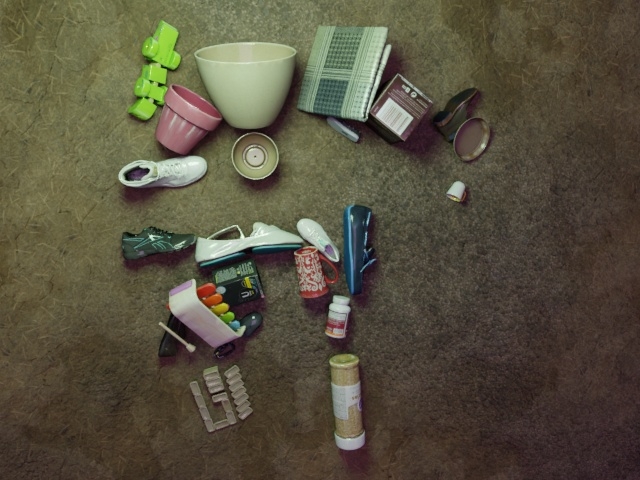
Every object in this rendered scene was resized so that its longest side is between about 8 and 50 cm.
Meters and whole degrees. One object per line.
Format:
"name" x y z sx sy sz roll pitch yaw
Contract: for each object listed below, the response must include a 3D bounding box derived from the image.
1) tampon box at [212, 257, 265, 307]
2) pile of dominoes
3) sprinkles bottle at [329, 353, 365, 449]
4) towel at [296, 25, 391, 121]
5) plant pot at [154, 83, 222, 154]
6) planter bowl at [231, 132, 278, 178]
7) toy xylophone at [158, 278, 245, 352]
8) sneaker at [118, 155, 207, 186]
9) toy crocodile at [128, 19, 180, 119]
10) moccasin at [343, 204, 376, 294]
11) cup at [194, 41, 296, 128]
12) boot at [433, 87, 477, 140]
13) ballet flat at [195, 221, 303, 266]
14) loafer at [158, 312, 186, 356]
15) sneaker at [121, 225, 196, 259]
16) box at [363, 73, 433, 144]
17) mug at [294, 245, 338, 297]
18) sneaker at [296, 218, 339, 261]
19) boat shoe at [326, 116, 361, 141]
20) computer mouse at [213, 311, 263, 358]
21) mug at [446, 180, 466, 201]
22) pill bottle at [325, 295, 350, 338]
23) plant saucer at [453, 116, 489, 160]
"tampon box" -0.302 0.160 1.822 0.161 0.101 0.120 -17 129 -5
"pile of dominoes" -0.383 0.610 1.940 0.196 0.040 0.251 -17 108 -5
"sprinkles bottle" 0.105 0.633 1.951 0.122 0.121 0.354 -6 98 -7
"towel" 0.079 -0.589 1.732 0.056 0.312 0.323 8 99 -54
"plant pot" -0.470 -0.406 1.708 0.201 0.201 0.180 35 107 -10
"planter bowl" -0.234 -0.302 1.784 0.162 0.109 0.161 -1 98 -7
"toy xylophone" -0.431 0.285 1.783 0.237 0.081 0.322 -20 127 12
"sneaker" -0.544 -0.234 1.725 0.293 0.169 0.107 -13 97 -7
"toy crocodile" -0.574 -0.582 1.711 0.115 0.105 0.340 10 98 -50
"moccasin" 0.155 0.037 1.869 0.117 0.138 0.341 -2 99 -12
"cup" -0.242 -0.518 1.677 0.332 0.331 0.236 -5 123 -7
"boot" 0.527 -0.482 1.890 0.219 0.082 0.106 -42 125 -8
"ballet flat" -0.267 -0.001 1.823 0.401 0.139 0.139 -11 99 -5
"loafer" -0.539 0.338 1.857 0.079 0.080 0.219 19 100 -19
"sneaker" -0.585 -0.001 1.786 0.268 0.101 0.106 -11 97 -6
"box" 0.263 -0.464 1.778 0.169 0.203 0.167 36 92 -11
"mug" -0.024 0.110 1.861 0.150 0.113 0.169 -20 109 -26
"sneaker" 0.000 0.000 1.864 0.212 0.094 0.080 44 92 -10
"boat shoe" 0.088 -0.423 1.845 0.142 0.049 0.040 34 73 -12
"computer mouse" -0.316 0.368 1.901 0.071 0.041 0.242 44 91 -11
"mug" 0.533 -0.192 1.932 0.062 0.078 0.064 26 84 22
"pill bottle" 0.070 0.294 1.918 0.086 0.086 0.151 9 96 -8
"plant saucer" 0.569 -0.390 1.890 0.169 0.029 0.168 -12 121 -21
